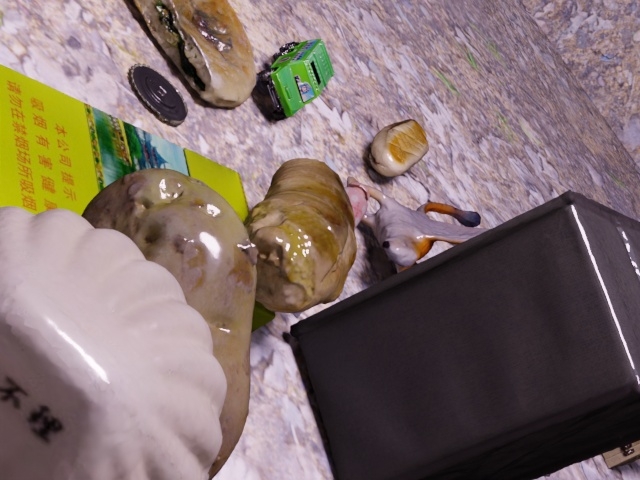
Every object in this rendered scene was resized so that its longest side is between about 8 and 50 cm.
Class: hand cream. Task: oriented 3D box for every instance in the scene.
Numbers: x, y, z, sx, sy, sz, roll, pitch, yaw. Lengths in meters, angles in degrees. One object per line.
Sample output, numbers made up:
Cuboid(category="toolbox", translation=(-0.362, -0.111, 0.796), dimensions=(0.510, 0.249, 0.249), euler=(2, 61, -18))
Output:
Cuboid(category="hand cream", translation=(0.000, 0.000, 1.253), dimensions=(0.067, 0.043, 0.209), euler=(50, 45, -14))

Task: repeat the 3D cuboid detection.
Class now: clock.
Cuboid(category="clock", translation=(-0.181, -0.165, 1.214), dimensions=(0.083, 0.010, 0.074), euler=(45, 29, -19))

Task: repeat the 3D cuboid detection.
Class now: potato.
Cuboid(category="potato", translation=(-0.129, 0.074, 0.858), dimensions=(0.165, 0.165, 0.262), euler=(19, 68, -49))

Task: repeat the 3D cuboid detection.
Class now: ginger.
Cuboid(category="ginger", translation=(-0.020, -0.002, 1.096), dimensions=(0.117, 0.109, 0.263), euler=(8, 21, 2))

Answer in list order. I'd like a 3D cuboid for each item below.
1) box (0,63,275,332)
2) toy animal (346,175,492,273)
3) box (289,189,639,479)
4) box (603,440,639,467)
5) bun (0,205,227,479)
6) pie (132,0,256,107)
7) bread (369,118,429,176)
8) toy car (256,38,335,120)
Cuboid(category="box", translation=(-0.185, -0.034, 1.022), dimensions=(0.335, 0.047, 0.187), euler=(24, 39, -46))
Cuboid(category="toy animal", translation=(0.141, -0.022, 1.447), dimensions=(0.302, 0.225, 0.284), euler=(27, 18, -24))
Cuboid(category="box", translation=(0.192, 0.128, 1.123), dimensions=(0.251, 0.345, 0.204), euler=(16, 52, -52))
Cuboid(category="box", translation=(0.474, 0.312, 1.640), dimensions=(0.083, 0.079, 0.035), euler=(12, 50, -55))
Cuboid(category="bun", translation=(-0.173, 0.087, 0.653), dimensions=(0.263, 0.175, 0.263), euler=(7, 68, -17))
Cuboid(category="pie", translation=(-0.149, -0.263, 1.333), dimensions=(0.218, 0.052, 0.185), euler=(56, 22, -2))
Cuboid(category="bread", translation=(0.112, -0.136, 1.600), dimensions=(0.073, 0.053, 0.214), euler=(57, 24, -4))
Cuboid(category="toy car", translation=(-0.029, -0.216, 1.433), dimensions=(0.165, 0.063, 0.071), euler=(-62, 134, -61))
